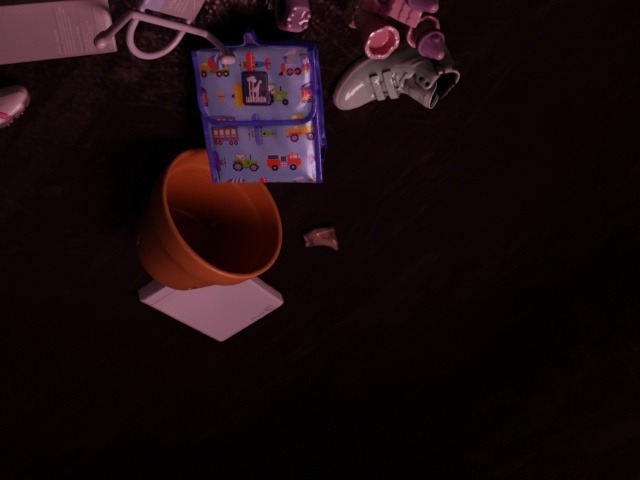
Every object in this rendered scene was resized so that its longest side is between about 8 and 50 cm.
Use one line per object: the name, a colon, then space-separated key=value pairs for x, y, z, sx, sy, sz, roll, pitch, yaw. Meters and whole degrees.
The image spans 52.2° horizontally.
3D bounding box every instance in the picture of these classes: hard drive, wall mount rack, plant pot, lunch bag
hard drive: x=-0.284 y=0.153 z=1.761 sx=0.233 sy=0.047 sz=0.353 roll=-32 pitch=145 yaw=11
wall mount rack: x=-0.193 y=-0.386 z=0.952 sx=0.350 sy=0.130 sz=0.304 roll=-53 pitch=159 yaw=26
plant pot: x=-0.255 y=-0.023 z=1.376 sx=0.291 sy=0.291 sz=0.203 roll=14 pitch=148 yaw=-41
lunch bag: x=-0.109 y=-0.261 z=1.231 sx=0.221 sy=0.138 sz=0.293 roll=0 pitch=132 yaw=6

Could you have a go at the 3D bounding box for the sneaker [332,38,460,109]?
sneaker: x=0.153 y=-0.312 z=1.318 sx=0.256 sy=0.151 sz=0.094 roll=-29 pitch=146 yaw=9

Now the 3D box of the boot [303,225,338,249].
boot: x=0.000 y=0.000 z=1.740 sx=0.087 sy=0.042 sz=0.118 roll=-17 pitch=144 yaw=0

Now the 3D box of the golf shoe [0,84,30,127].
golf shoe: x=-0.579 y=-0.219 z=1.081 sx=0.186 sy=0.067 sz=0.086 roll=-22 pitch=144 yaw=-3

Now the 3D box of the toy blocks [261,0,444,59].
toy blocks: x=0.108 y=-0.423 z=1.051 sx=0.309 sy=0.260 sz=0.288 roll=-6 pitch=142 yaw=-24

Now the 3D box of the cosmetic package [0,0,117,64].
cosmetic package: x=-0.435 y=-0.337 z=0.962 sx=0.238 sy=0.127 sz=0.107 roll=-12 pitch=143 yaw=-14
